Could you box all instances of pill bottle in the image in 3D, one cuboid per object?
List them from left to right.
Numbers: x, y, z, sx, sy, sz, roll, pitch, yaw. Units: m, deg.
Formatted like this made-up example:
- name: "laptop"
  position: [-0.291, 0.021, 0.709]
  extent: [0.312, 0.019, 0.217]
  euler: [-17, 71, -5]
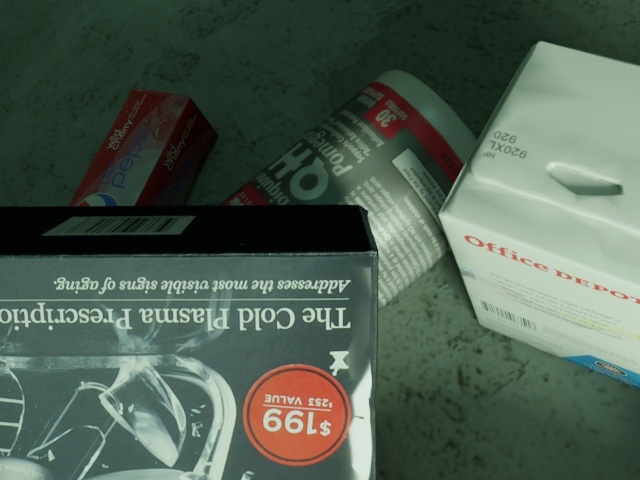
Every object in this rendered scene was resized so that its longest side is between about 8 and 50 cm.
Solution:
- name: "pill bottle"
  position: [0.000, 0.000, 0.721]
  extent: [0.318, 0.176, 0.176]
  euler: [-39, 58, -3]

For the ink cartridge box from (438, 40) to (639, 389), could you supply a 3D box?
- name: "ink cartridge box"
  position: [0.225, -0.010, 0.614]
  extent: [0.171, 0.232, 0.168]
  euler: [22, 73, 27]

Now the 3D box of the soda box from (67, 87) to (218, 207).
- name: "soda box"
  position: [-0.222, -0.045, 0.877]
  extent: [0.092, 0.083, 0.263]
  euler: [13, 70, 25]

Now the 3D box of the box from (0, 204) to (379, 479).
- name: "box"
  position: [-0.130, 0.140, 0.560]
  extent: [0.343, 0.179, 0.312]
  euler: [-1, 103, 0]
